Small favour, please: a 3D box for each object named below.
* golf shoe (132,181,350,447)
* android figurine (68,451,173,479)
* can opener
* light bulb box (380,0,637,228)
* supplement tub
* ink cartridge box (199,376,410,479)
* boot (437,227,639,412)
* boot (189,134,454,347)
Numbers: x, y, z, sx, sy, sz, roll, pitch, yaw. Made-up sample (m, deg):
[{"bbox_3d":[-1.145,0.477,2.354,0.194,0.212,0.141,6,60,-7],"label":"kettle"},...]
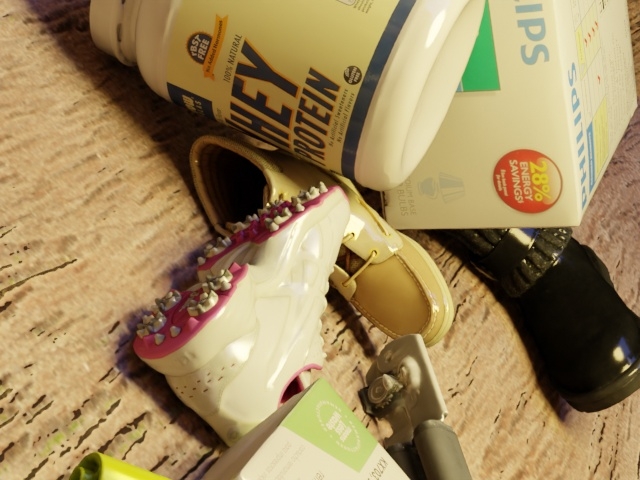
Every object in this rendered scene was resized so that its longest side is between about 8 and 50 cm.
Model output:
[{"bbox_3d":[-0.044,0.059,1.430,0.140,0.115,0.306,58,37,-13],"label":"golf shoe"},{"bbox_3d":[-0.107,0.253,1.024,0.273,0.056,0.248,26,41,-28],"label":"android figurine"},{"bbox_3d":[0.110,0.208,1.538,0.095,0.076,0.283,29,31,-40],"label":"can opener"},{"bbox_3d":[0.196,-0.241,1.849,0.361,0.225,0.358,-51,135,-58],"label":"light bulb box"},{"bbox_3d":[-0.031,-0.211,1.606,0.324,0.235,0.235,24,19,11],"label":"supplement tub"},{"bbox_3d":[0.049,0.294,1.223,0.353,0.119,0.207,50,23,-1],"label":"ink cartridge box"},{"bbox_3d":[0.252,0.034,1.999,0.260,0.131,0.348,47,10,-25],"label":"boot"},{"bbox_3d":[0.000,0.000,1.623,0.262,0.095,0.203,52,20,23],"label":"boot"}]
